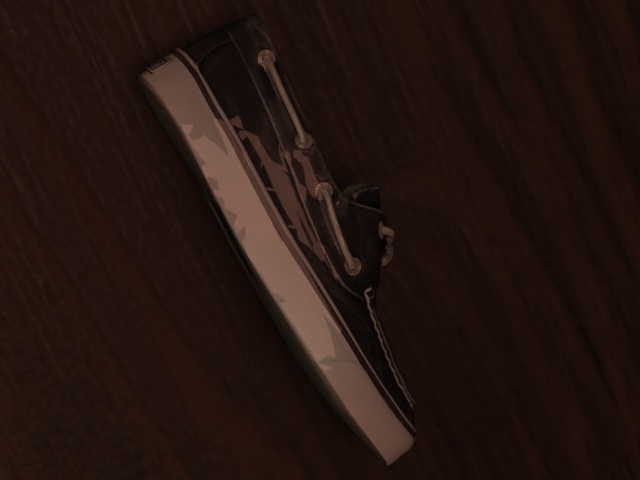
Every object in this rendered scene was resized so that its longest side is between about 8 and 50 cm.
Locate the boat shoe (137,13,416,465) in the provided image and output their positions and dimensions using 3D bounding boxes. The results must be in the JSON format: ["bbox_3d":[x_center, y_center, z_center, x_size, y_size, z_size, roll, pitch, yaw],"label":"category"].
[{"bbox_3d":[0.000,0.000,0.881,0.102,0.108,0.301,-31,98,-9],"label":"boat shoe"}]
